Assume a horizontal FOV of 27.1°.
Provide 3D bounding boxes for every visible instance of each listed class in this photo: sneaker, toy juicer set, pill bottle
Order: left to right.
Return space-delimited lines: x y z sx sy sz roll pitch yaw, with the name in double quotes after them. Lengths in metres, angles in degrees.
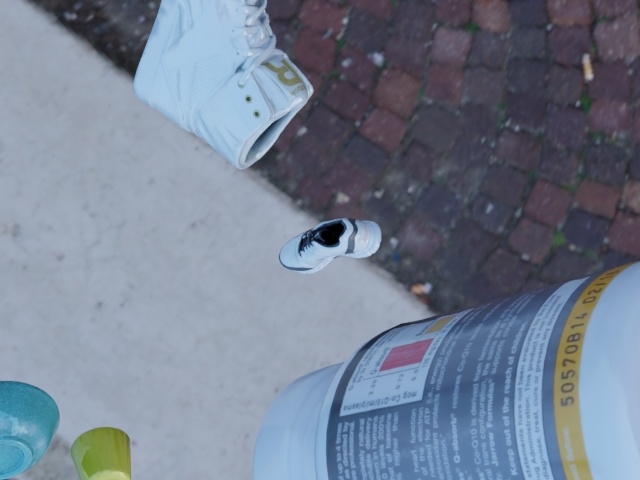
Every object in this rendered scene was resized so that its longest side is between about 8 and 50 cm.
-0.379 0.227 1.446 0.209 0.089 0.329 -38 133 15 "toy juicer set"
-0.062 -0.201 1.225 0.169 0.108 0.292 39 134 16 "sneaker"
0.000 0.000 1.138 0.044 0.040 0.109 17 154 -42 "sneaker"
0.098 0.111 0.703 0.278 0.162 0.162 -19 114 48 "pill bottle"
